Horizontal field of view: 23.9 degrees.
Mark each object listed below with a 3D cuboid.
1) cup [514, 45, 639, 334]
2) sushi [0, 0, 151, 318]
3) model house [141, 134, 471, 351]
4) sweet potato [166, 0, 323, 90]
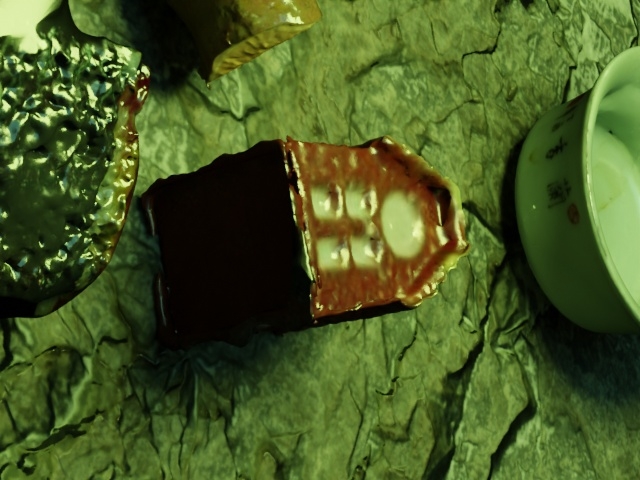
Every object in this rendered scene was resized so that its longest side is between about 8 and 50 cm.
[{"bbox_3d":[0.340,-0.033,1.718,0.347,0.163,0.347,13,71,-42],"label":"cup"},{"bbox_3d":[-0.238,-0.062,1.096,0.212,0.215,0.227,10,73,-44],"label":"sushi"},{"bbox_3d":[0.000,0.000,1.340,0.254,0.196,0.160,-7,83,-47],"label":"model house"},{"bbox_3d":[-0.121,-0.305,1.353,0.131,0.131,0.337,-19,77,-46],"label":"sweet potato"}]
